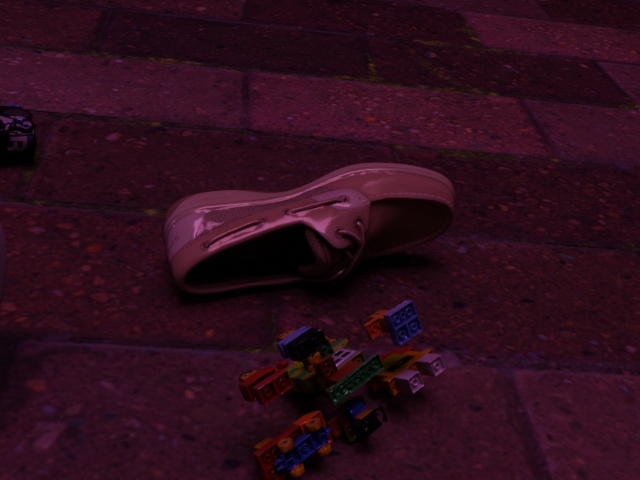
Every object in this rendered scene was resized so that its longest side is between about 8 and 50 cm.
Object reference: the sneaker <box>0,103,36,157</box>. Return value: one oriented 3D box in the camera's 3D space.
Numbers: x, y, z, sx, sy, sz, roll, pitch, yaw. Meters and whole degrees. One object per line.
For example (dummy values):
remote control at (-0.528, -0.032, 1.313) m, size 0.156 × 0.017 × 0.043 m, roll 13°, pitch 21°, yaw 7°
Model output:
sneaker at (-0.423, -0.123, 1.052) m, size 0.121 × 0.079 × 0.217 m, roll 7°, pitch 31°, yaw -1°

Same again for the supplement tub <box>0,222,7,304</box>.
supplement tub at (-0.460, 0.006, 0.691) m, size 0.331 × 0.241 × 0.241 m, roll 20°, pitch 34°, yaw 17°

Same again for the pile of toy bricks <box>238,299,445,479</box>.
pile of toy bricks at (0.001, 0.122, 0.774) m, size 0.212 × 0.118 × 0.105 m, roll -29°, pitch 16°, yaw -33°

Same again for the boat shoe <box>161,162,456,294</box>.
boat shoe at (0.000, 0.000, 0.945) m, size 0.341 × 0.122 × 0.110 m, roll -10°, pitch 40°, yaw -11°
